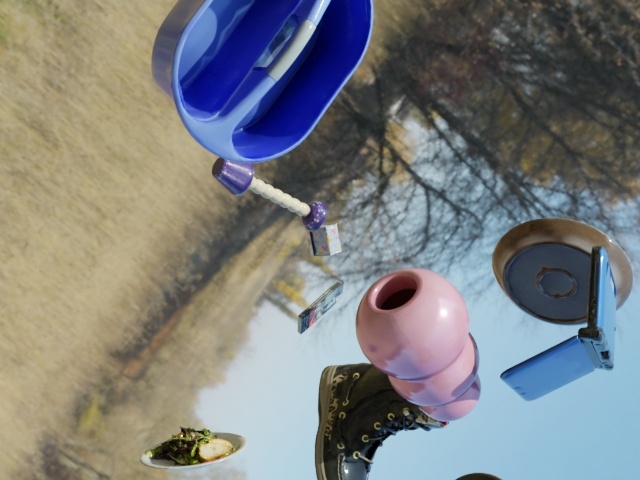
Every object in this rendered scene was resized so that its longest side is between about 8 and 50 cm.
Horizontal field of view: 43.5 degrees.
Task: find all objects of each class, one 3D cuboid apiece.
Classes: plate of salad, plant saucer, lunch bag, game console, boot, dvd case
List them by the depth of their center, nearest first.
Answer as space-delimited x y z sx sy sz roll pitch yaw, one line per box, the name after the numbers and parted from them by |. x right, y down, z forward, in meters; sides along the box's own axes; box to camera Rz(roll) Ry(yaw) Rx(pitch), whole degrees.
-0.235 0.379 1.490 0.200 0.048 0.200 -7 -176 0 | plate of salad
0.457 0.167 1.515 0.293 0.173 0.250 41 54 -60 | game console
0.000 0.132 1.604 0.119 0.013 0.087 -40 161 -19 | dvd case
0.139 0.424 1.780 0.284 0.138 0.377 -20 -132 25 | boot
0.533 0.086 1.798 0.310 0.310 0.050 -49 -174 45 | plant saucer
0.000 0.000 1.853 0.083 0.071 0.053 -1 -168 43 | lunch bag

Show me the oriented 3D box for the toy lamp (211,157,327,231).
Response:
-0.109 -0.100 1.698 0.080 0.274 0.080 -29 -134 36 | toy lamp

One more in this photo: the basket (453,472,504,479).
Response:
0.264 0.448 1.195 0.154 0.227 0.204 11 -117 37 | basket

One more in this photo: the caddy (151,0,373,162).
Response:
-0.076 -0.275 1.125 0.341 0.241 0.179 -55 -144 -2 | caddy

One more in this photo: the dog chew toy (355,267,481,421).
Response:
0.199 0.210 1.491 0.206 0.332 0.206 -21 -146 15 | dog chew toy
